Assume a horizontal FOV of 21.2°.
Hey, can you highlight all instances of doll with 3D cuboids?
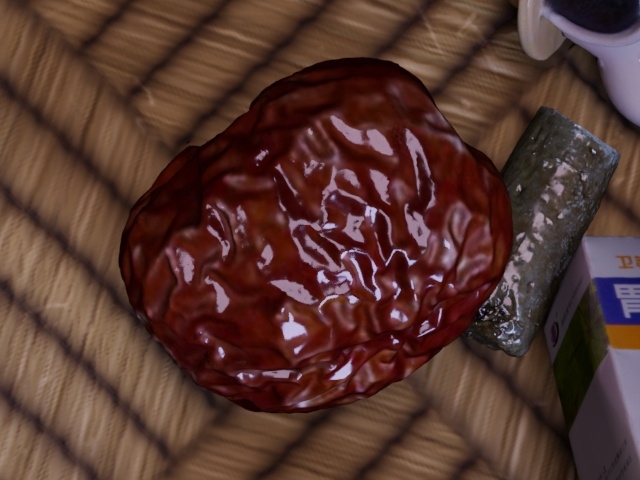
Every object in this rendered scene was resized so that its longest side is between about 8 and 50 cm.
[{"bbox_3d":[0.258,-0.179,1.138,0.208,0.271,0.144,44,56,-16],"label":"doll"}]

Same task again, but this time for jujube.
[{"bbox_3d":[0.000,0.000,1.092,0.232,0.213,0.213,-39,87,7],"label":"jujube"}]

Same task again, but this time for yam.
[{"bbox_3d":[0.145,-0.008,1.185,0.078,0.078,0.179,30,79,-1],"label":"yam"}]

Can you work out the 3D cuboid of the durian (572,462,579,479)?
[{"bbox_3d":[0.234,0.175,1.150,0.187,0.108,0.119,-40,88,-10],"label":"durian"}]

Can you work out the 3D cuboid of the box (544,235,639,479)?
[{"bbox_3d":[0.270,0.141,1.059,0.200,0.106,0.299,1,49,-11],"label":"box"}]
